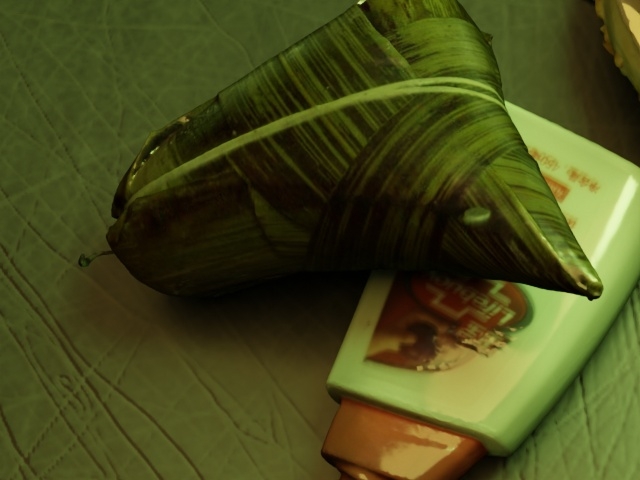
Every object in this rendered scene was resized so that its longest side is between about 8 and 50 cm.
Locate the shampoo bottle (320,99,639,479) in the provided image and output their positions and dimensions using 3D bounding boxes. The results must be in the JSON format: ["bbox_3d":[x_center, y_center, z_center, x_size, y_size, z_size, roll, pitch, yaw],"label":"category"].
[{"bbox_3d":[0.061,0.059,0.964,0.153,0.071,0.284,28,76,26],"label":"shampoo bottle"}]

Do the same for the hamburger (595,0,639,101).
[{"bbox_3d":[0.283,-0.166,0.922,0.291,0.225,0.291,0,72,1],"label":"hamburger"}]

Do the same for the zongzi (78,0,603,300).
[{"bbox_3d":[0.000,0.000,0.911,0.248,0.111,0.241,-33,42,13],"label":"zongzi"}]
